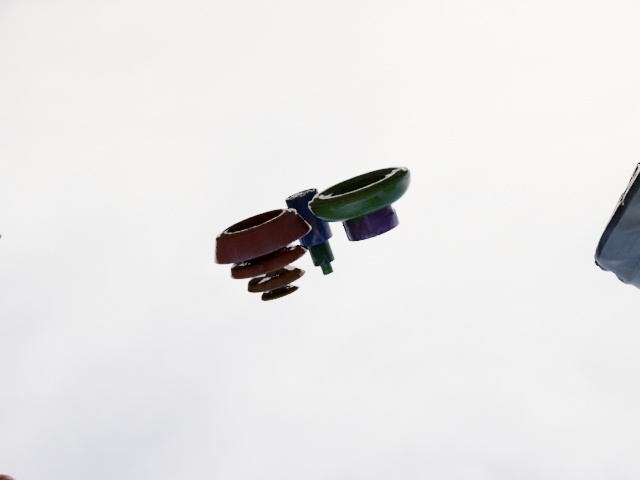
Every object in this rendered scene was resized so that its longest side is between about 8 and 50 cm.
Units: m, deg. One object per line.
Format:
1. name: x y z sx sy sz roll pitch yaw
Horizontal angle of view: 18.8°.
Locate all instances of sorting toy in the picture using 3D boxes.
1. sorting toy: 0.000 0.000 0.916 0.102 0.042 0.061 -20 -169 -2

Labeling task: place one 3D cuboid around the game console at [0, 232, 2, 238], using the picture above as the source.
1. game console: -0.285 0.049 1.238 0.144 0.085 0.124 -14 -120 48

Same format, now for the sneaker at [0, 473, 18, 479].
1. sneaker: -0.048 0.180 1.018 0.116 0.314 0.136 -64 -150 11

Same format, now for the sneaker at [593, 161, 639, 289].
1. sneaker: 0.227 -0.077 0.792 0.122 0.283 0.110 29 -144 3
